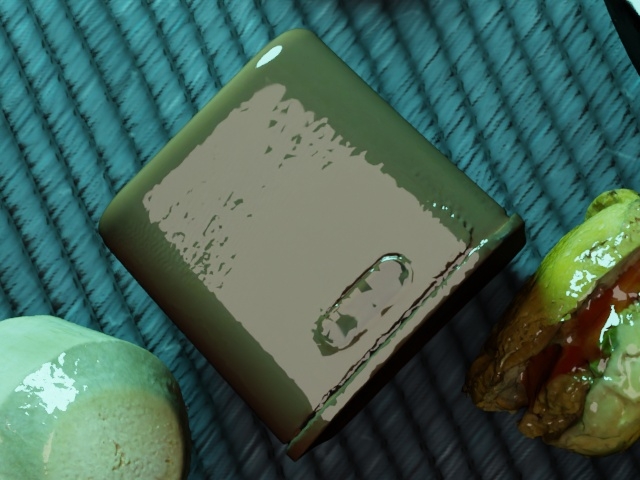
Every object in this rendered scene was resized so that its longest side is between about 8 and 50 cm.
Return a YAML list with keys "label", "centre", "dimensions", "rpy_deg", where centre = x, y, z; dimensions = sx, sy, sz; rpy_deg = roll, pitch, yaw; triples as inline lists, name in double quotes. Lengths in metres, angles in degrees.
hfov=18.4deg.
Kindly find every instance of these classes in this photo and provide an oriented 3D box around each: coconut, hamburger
- label: "coconut"
  centre: [-0.222, 0.165, 1.626]
  dimensions: [0.202, 0.222, 0.202]
  rpy_deg: [-5, 98, -35]
- label: "hamburger"
  centre: [0.238, 0.073, 1.584]
  dimensions: [0.163, 0.244, 0.244]
  rpy_deg: [40, 92, 1]

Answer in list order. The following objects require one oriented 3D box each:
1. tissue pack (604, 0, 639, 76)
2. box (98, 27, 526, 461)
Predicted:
- label: "tissue pack"
  centre: [0.395, -0.099, 1.521]
  dimensions: [0.198, 0.210, 0.370]
  rpy_deg: [-41, 57, 8]
- label: "box"
  centre: [0.000, 0.000, 1.545]
  dimensions: [0.239, 0.339, 0.229]
  rpy_deg: [-44, 85, 2]
